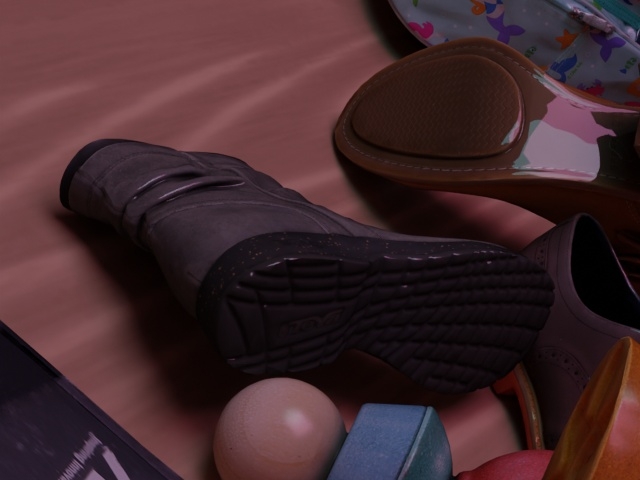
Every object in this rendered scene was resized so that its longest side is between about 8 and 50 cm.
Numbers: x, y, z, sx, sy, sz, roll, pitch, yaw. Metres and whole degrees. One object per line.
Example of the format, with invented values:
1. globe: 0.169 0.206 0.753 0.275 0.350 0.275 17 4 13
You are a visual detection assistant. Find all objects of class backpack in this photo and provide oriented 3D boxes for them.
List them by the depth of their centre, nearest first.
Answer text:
1. backpack: 0.175 -0.206 1.070 0.254 0.191 0.225 19 37 -18

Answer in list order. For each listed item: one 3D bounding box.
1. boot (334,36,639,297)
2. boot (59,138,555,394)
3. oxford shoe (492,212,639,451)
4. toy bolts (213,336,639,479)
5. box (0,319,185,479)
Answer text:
1. boot: 0.170 -0.033 0.883 0.220 0.284 0.109 48 47 -49
2. boot: 0.000 0.000 0.711 0.247 0.083 0.161 10 22 -43
3. oxford shoe: 0.169 0.101 0.740 0.097 0.098 0.271 7 43 -39
4. toy bolts: 0.022 0.102 0.529 0.159 0.218 0.228 24 13 5
5. box: -0.213 0.059 0.300 0.318 0.097 0.395 44 15 -4
